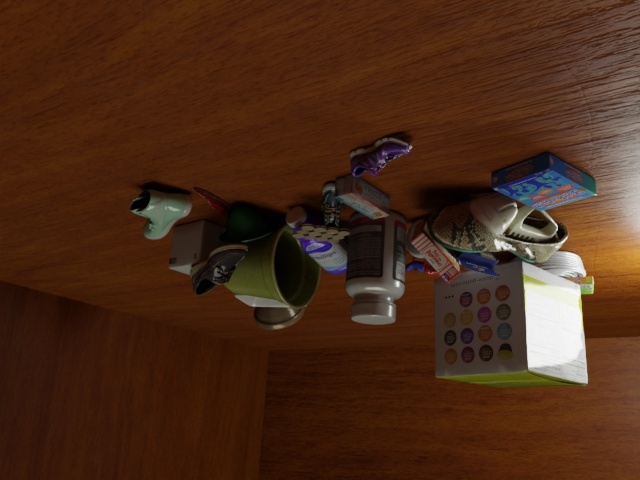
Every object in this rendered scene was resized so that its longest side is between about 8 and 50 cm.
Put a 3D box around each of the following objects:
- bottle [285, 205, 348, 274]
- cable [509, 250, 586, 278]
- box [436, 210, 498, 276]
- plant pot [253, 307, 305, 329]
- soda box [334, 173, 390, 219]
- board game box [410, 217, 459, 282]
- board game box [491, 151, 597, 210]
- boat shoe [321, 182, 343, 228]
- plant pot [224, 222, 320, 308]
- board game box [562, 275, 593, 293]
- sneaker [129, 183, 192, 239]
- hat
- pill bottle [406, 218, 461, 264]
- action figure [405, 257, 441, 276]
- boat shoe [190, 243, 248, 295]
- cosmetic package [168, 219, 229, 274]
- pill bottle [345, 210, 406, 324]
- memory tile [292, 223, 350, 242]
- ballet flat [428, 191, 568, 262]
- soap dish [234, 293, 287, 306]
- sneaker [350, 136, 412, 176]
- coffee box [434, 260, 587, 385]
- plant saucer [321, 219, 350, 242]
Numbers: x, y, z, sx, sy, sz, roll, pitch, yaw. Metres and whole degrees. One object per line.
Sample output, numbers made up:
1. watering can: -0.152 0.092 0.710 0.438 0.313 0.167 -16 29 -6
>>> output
1. bottle: 0.000 0.000 1.783 0.118 0.092 0.283 -18 137 28
2. cable: 0.800 0.109 2.037 0.257 0.089 0.257 -12 155 35
3. box: 0.419 0.008 1.643 0.136 0.225 0.036 14 124 -29
4. plant pot: -0.197 0.290 2.618 0.237 0.237 0.110 -2 122 17
5. soda box: 0.116 -0.116 1.552 0.063 0.058 0.183 -12 155 37
6. board game box: 0.315 0.022 1.570 0.045 0.147 0.193 -42 -178 18
7. board game box: 0.554 -0.140 1.424 0.210 0.047 0.160 16 157 -34
8. boat shoe: 0.036 -0.090 1.601 0.065 0.083 0.183 3 161 1
9. plant pot: -0.176 0.081 1.863 0.254 0.276 0.276 -3 160 31
10. board game box: 0.807 0.163 2.001 0.259 0.039 0.124 -8 157 21
11. sneaker: -0.504 -0.084 1.693 0.151 0.094 0.256 12 150 -38
12. hat: -0.240 -0.102 1.719 0.173 0.183 0.208 -5 -163 16
13. pill bottle: 0.377 0.013 1.775 0.216 0.121 0.121 15 158 -37
14. action figure: 0.363 0.052 1.973 0.091 0.139 0.280 7 -177 -18
15. boat shoe: -0.310 0.091 1.756 0.103 0.092 0.285 11 151 -40
16. cosmetic package: -0.386 0.037 1.937 0.151 0.151 0.183 -11 157 34
17. pill bottle: 0.165 0.082 1.717 0.176 0.318 0.176 4 161 1
18. memory tile: 0.001 -0.021 1.656 0.148 0.012 0.113 8 160 -20
19. ballet flat: 0.515 -0.048 1.587 0.483 0.164 0.182 10 138 -34
20. soap dish: -0.203 0.206 2.441 0.291 0.118 0.229 -2 160 15
21. sneaker: 0.140 -0.186 1.329 0.068 0.071 0.170 20 154 -40
22. coffee box: 0.605 0.290 1.850 0.338 0.334 0.337 18 156 -36
23. plant saucer: 0.051 -0.024 1.874 0.168 0.029 0.168 4 161 1
